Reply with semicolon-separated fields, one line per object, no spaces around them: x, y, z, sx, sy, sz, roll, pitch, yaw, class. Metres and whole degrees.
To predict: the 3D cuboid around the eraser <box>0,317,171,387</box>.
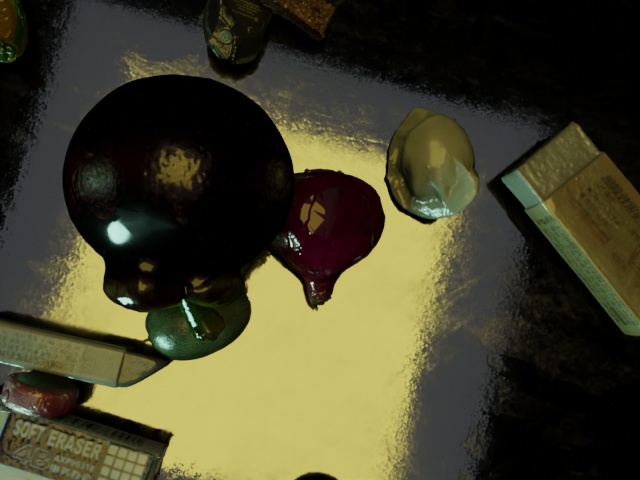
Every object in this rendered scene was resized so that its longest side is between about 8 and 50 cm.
-0.399;0.159;0.928;0.351;0.089;0.061;14;80;-4;eraser

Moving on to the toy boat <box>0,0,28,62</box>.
-0.507;-0.369;0.967;0.088;0.088;0.230;-23;88;-7;toy boat

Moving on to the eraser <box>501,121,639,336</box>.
0.460;-0.016;1.037;0.144;0.078;0.343;-38;88;-8;eraser

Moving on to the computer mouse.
-0.128;-0.374;1.016;0.105;0.062;0.193;17;86;-26;computer mouse

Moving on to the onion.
0.000;0.000;0.968;0.195;0.140;0.218;4;88;-12;onion

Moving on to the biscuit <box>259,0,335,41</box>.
-0.065;-0.390;0.993;0.199;0.034;0.064;28;79;-28;biscuit

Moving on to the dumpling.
0.173;-0.124;1.017;0.150;0.092;0.177;-31;93;6;dumpling

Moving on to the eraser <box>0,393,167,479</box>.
-0.381;0.319;0.917;0.287;0.086;0.130;20;81;-3;eraser

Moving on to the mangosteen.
-0.189;-0.056;0.816;0.296;0.297;0.314;29;64;-2;mangosteen

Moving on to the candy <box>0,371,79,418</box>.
-0.402;0.221;0.915;0.103;0.103;0.043;15;88;-4;candy

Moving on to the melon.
-0.184;0.118;0.942;0.167;0.114;0.114;-23;87;-11;melon
